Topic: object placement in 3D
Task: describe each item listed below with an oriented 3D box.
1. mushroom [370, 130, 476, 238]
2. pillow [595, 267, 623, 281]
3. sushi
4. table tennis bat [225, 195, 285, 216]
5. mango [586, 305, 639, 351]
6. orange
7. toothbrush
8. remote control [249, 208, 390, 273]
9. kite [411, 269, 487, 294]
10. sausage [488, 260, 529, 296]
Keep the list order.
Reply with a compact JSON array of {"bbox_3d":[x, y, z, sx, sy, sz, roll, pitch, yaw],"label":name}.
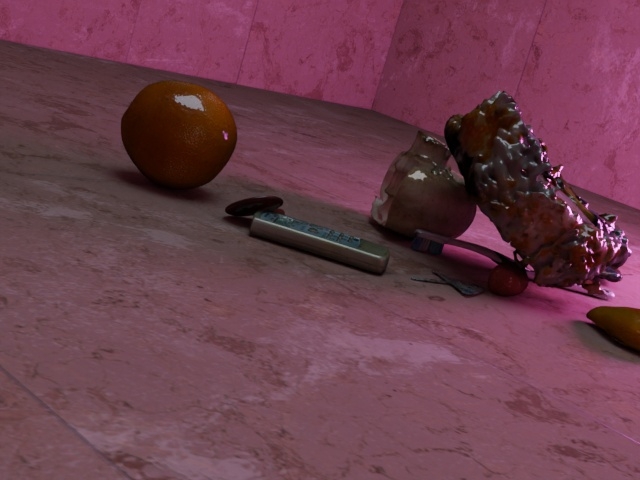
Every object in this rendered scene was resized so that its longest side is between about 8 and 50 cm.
[{"bbox_3d":[0.221,-0.095,2.033,0.188,0.195,0.254,25,12,-11],"label":"mushroom"},{"bbox_3d":[0.555,0.039,2.246,0.188,0.034,0.255,19,13,10],"label":"pillow"},{"bbox_3d":[0.392,-0.072,1.863,0.417,0.176,0.417,47,14,-15],"label":"sushi"},{"bbox_3d":[-0.102,-0.055,1.770,0.098,0.019,0.154,-15,-13,20],"label":"table tennis bat"},{"bbox_3d":[0.512,0.142,1.693,0.101,0.066,0.187,10,5,-29],"label":"mango"},{"bbox_3d":[-0.251,-0.187,1.830,0.206,0.206,0.206,16,12,-4],"label":"orange"},{"bbox_3d":[0.370,0.047,1.962,0.417,0.040,0.042,14,15,-10],"label":"toothbrush"},{"bbox_3d":[0.000,0.000,1.699,0.233,0.038,0.098,17,12,4],"label":"remote control"},{"bbox_3d":[0.213,0.069,1.741,0.152,0.005,0.137,11,11,-22],"label":"kite"},{"bbox_3d":[0.325,0.066,1.788,0.059,0.054,0.094,24,15,30],"label":"sausage"}]
